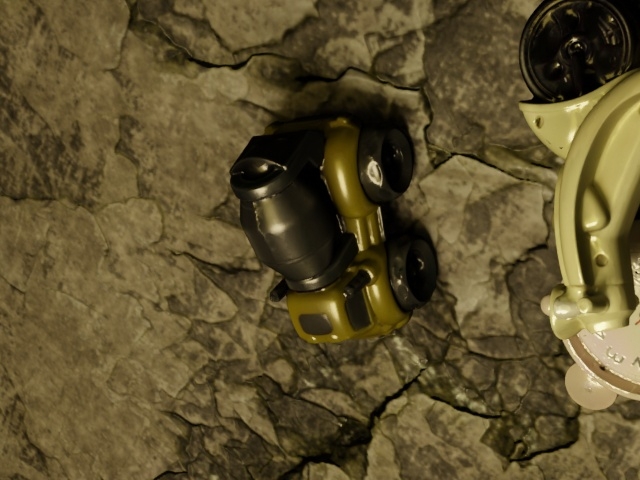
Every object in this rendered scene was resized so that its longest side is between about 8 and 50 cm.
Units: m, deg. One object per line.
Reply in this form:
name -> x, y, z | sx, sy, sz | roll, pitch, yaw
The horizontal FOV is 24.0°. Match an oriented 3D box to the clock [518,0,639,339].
clock -> 0.305, -0.028, 1.145 | 0.379, 0.120, 0.276 | 19, 98, 30

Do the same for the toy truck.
toy truck -> 0.000, 0.000, 1.361 | 0.147, 0.165, 0.224 | -3, 114, 32

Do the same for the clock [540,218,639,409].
clock -> 0.281, 0.058, 1.294 | 0.155, 0.063, 0.229 | 37, 126, 12
